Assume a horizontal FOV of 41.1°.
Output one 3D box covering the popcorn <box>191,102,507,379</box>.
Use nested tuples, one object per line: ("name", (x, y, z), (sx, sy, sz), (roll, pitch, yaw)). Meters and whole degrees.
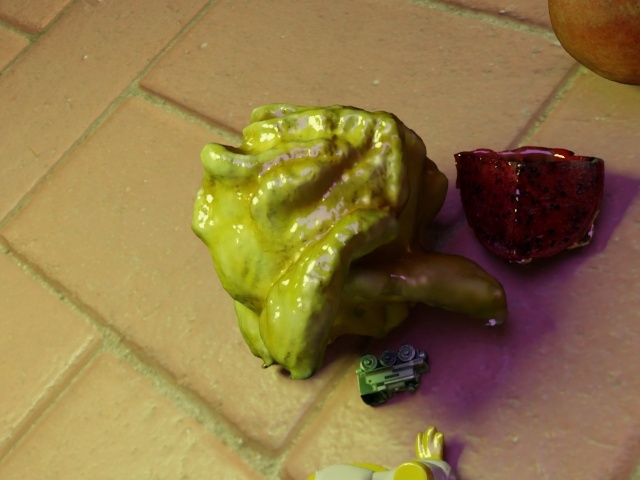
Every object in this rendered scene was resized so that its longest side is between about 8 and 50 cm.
("popcorn", (0.007, -0.005, 0.915), (0.321, 0.290, 0.326), (-9, 29, 32))

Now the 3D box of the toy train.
("toy train", (0.080, 0.147, 0.941), (0.083, 0.033, 0.053), (-16, 57, 14))

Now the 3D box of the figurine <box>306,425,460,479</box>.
("figurine", (0.052, 0.258, 0.849), (0.178, 0.109, 0.129), (-18, 25, 13))

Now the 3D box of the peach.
("peach", (0.397, -0.302, 0.987), (0.252, 0.252, 0.252), (-13, 52, 17))

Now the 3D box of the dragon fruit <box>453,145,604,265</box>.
("dragon fruit", (0.232, -0.046, 0.987), (0.161, 0.120, 0.127), (-153, 67, -62))
